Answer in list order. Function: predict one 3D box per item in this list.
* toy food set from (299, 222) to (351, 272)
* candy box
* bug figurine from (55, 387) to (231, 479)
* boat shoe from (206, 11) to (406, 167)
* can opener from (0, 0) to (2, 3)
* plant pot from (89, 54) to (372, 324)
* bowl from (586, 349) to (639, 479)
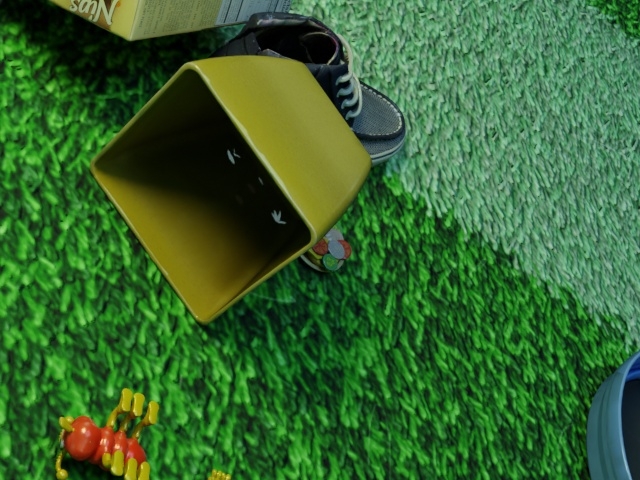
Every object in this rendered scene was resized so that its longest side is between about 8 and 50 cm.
[{"bbox_3d":[0.000,0.000,1.444,0.082,0.020,0.083,43,42,-12],"label":"toy food set"},{"bbox_3d":[-0.176,-0.306,1.349,0.183,0.088,0.316,29,27,20],"label":"candy box"},{"bbox_3d":[-0.163,0.283,1.069,0.216,0.072,0.279,34,40,-30],"label":"bug figurine"},{"bbox_3d":[0.009,-0.178,1.468,0.340,0.158,0.127,2,62,-41],"label":"boat shoe"},{"bbox_3d":[-0.349,-0.214,1.231,0.095,0.076,0.284,8,59,-38],"label":"can opener"},{"bbox_3d":[-0.073,-0.074,1.281,0.212,0.212,0.187,54,43,1],"label":"plant pot"},{"bbox_3d":[0.508,0.330,1.641,0.391,0.077,0.391,23,50,-30],"label":"bowl"}]
